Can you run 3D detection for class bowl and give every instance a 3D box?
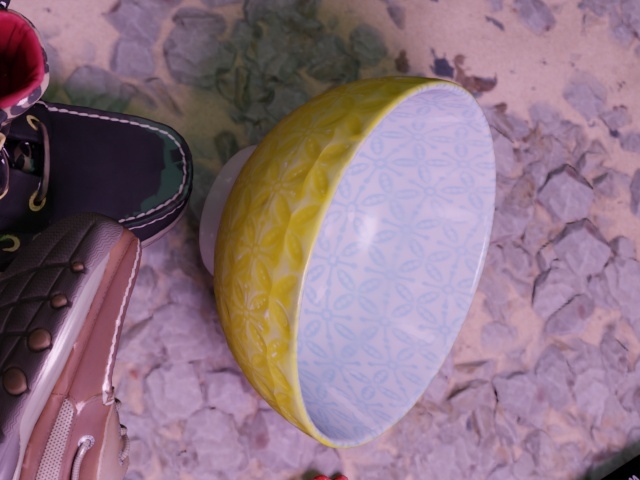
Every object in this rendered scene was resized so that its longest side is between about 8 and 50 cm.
[{"bbox_3d":[0.000,0.000,1.224,0.156,0.289,0.289,19,60,29],"label":"bowl"}]

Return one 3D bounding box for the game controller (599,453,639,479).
[{"bbox_3d":[0.233,0.298,1.301,0.319,0.067,0.166,-27,86,-28],"label":"game controller"}]

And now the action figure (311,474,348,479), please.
[{"bbox_3d":[-0.021,0.215,1.240,0.115,0.030,0.038,-28,92,-32],"label":"action figure"}]

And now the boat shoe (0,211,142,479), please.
[{"bbox_3d":[-0.197,0.136,1.110,0.116,0.123,0.324,21,96,-38],"label":"boat shoe"}]

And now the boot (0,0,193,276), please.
[{"bbox_3d":[-0.237,-0.071,1.091,0.377,0.284,0.138,2,74,-22],"label":"boot"}]
